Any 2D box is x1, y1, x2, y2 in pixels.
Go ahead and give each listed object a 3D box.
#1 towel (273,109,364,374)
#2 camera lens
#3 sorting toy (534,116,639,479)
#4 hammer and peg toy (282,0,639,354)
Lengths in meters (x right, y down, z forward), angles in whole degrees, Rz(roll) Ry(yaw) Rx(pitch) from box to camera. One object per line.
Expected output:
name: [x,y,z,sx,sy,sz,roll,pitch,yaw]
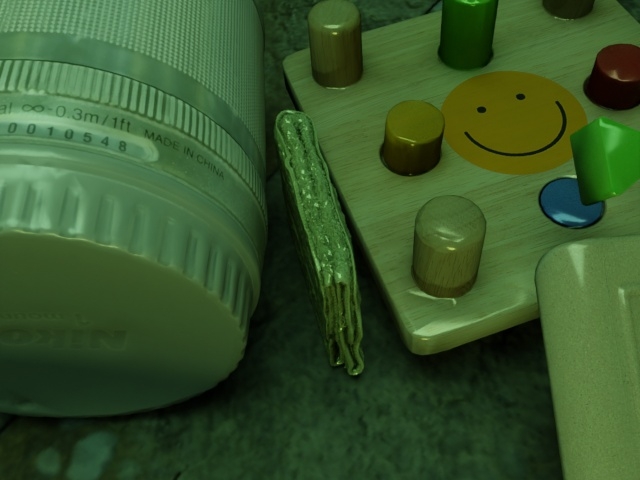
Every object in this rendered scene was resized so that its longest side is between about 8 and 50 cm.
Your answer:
towel: [0.000,0.000,0.448,0.027,0.110,0.148,-13,52,-7]
camera lens: [-0.142,-0.060,0.433,0.220,0.219,0.274,-5,54,2]
sorting toy: [0.205,0.085,0.345,0.196,0.047,0.347,-5,83,-6]
hammer and peg toy: [0.181,-0.084,0.478,0.362,0.127,0.265,-17,55,-7]
